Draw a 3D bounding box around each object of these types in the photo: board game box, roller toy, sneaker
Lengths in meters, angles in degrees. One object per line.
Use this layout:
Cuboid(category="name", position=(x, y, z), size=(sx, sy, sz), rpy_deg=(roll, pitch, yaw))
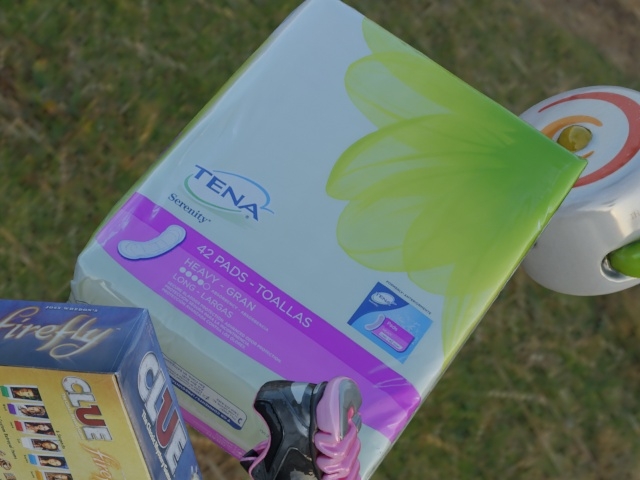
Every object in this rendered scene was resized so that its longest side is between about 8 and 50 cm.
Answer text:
Cuboid(category="board game box", position=(-0.135, 0.129, 0.778), size=(0.042, 0.165, 0.243), rpy_deg=(-69, 156, -45))
Cuboid(category="roller toy", position=(0.266, -0.055, 1.620), size=(0.146, 0.209, 0.191), rpy_deg=(63, 39, -37))
Cuboid(category="sneaker", position=(-0.010, 0.117, 0.782), size=(0.047, 0.057, 0.119), rpy_deg=(-58, 150, -64))

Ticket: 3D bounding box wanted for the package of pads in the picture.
Cuboid(category="package of pads", position=(0.000, 0.000, 1.048), size=(0.229, 0.101, 0.296), rpy_deg=(35, 60, 8))
